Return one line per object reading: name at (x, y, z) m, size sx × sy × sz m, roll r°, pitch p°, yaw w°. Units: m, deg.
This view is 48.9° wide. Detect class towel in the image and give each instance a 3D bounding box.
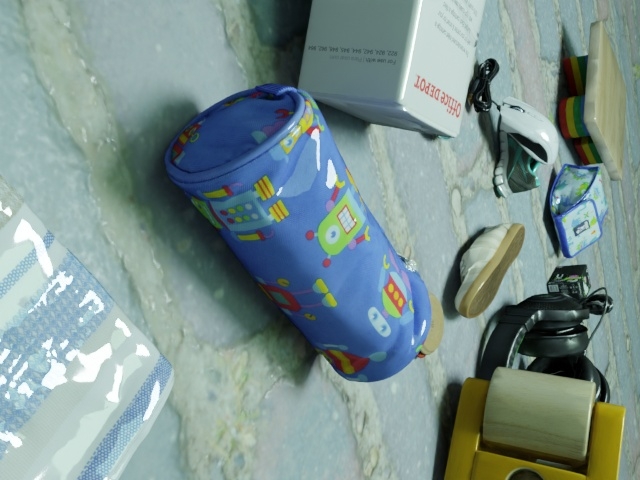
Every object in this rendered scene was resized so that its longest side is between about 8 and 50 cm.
towel at (-0.204, 0.071, 0.391) m, size 0.285 × 0.034 × 0.209 m, roll 59°, pitch 42°, yaw -33°

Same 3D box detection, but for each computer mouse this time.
computer mouse at (0.316, -0.197, 1.109) m, size 0.193 × 0.042 × 0.106 m, roll 37°, pitch 53°, yaw -14°

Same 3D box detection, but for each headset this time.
headset at (0.371, 0.193, 1.177) m, size 0.394 × 0.185 × 0.243 m, roll -33°, pitch 111°, yaw -36°

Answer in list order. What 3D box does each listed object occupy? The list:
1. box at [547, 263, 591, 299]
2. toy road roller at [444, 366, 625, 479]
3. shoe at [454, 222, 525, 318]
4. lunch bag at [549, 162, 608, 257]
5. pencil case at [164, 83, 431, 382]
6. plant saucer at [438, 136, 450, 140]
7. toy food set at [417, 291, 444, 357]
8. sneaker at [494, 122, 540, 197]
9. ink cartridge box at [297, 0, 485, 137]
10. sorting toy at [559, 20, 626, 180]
box at (0.490, 0.088, 1.387) m, size 0.083 × 0.062 × 0.052 m, roll -38°, pitch 116°, yaw -50°
toy road roller at (0.287, 0.355, 0.954) m, size 0.240 × 0.203 × 0.329 m, roll 45°, pitch 56°, yaw -60°
shoe at (0.239, 0.039, 1.036) m, size 0.219 × 0.058 × 0.076 m, roll -43°, pitch 142°, yaw -44°
lunch bag at (0.513, -0.058, 1.417) m, size 0.151 × 0.096 × 0.128 m, roll -54°, pitch 134°, yaw -24°
pencil case at (0.000, 0.000, 0.619) m, size 0.133 × 0.119 × 0.306 m, roll -49°, pitch 131°, yaw -16°
plant saucer at (0.157, -0.194, 0.958) m, size 0.119 × 0.021 × 0.119 m, roll 7°, pitch 82°, yaw -55°
toy food set at (0.133, 0.106, 0.896) m, size 0.083 × 0.020 × 0.082 m, roll -11°, pitch 96°, yaw -56°
sneaker at (0.340, -0.149, 1.175) m, size 0.065 × 0.076 × 0.166 m, roll 33°, pitch 60°, yaw -51°
ink cartridge box at (0.089, -0.256, 0.710) m, size 0.198 × 0.115 × 0.272 m, roll 2°, pitch 100°, yaw -63°
sorting toy at (0.605, -0.301, 1.569) m, size 0.255 × 0.089 × 0.257 m, roll 39°, pitch 56°, yaw -47°
